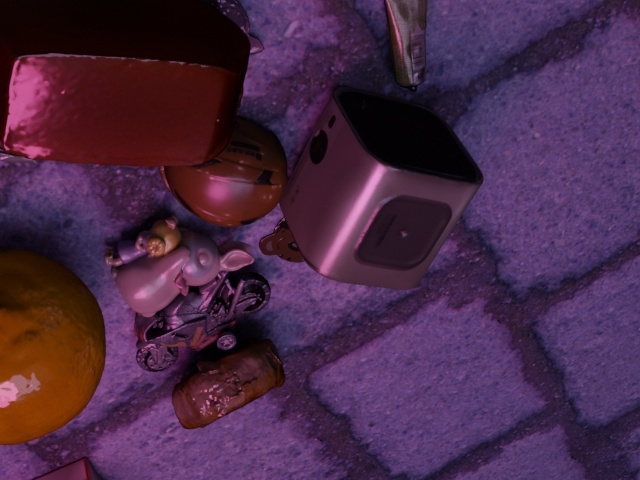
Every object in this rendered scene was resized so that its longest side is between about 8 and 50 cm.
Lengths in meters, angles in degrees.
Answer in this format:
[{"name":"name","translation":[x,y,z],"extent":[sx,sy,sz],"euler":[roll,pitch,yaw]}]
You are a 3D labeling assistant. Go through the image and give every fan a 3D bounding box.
[{"name":"fan","translation":[0.000,0.000,2.015],"extent":[0.227,0.008,0.152],"euler":[22,118,-35]}]

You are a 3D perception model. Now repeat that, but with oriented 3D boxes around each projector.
[{"name":"projector","translation":[0.100,-0.089,1.808],"extent":[0.248,0.248,0.249],"euler":[9,126,-30]}]

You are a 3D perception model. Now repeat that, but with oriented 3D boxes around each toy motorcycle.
[{"name":"toy motorcycle","translation":[-0.244,0.137,1.969],"extent":[0.307,0.108,0.173],"euler":[-35,129,6]}]

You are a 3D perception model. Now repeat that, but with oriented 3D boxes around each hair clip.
[{"name":"hair clip","translation":[-0.171,-0.316,1.634],"extent":[0.146,0.056,0.187],"euler":[-23,126,-1]}]

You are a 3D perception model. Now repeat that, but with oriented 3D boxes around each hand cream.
[{"name":"hand cream","translation":[0.147,-0.359,1.733],"extent":[0.086,0.055,0.235],"euler":[-17,127,-12]}]

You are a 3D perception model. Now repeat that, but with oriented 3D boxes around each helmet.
[{"name":"helmet","translation":[-0.156,-0.103,1.772],"extent":[0.224,0.130,0.198],"euler":[6,124,-26]}]

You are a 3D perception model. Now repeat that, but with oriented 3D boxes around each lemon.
[{"name":"lemon","translation":[-0.522,0.183,1.738],"extent":[0.348,0.348,0.348],"euler":[-12,133,-13]}]

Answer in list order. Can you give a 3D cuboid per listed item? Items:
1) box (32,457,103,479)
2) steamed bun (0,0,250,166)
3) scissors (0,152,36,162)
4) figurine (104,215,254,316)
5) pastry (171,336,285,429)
[{"name":"box","translation":[-0.557,0.707,2.210],"extent":[0.312,0.300,0.314],"euler":[-23,134,-3]},{"name":"steamed bun","translation":[-0.303,-0.252,1.490],"extent":[0.379,0.248,0.235],"euler":[-1,133,-23]},{"name":"scissors","translation":[-0.579,-0.143,1.634],"extent":[0.248,0.017,0.144],"euler":[-8,133,-18]},{"name":"figurine","translation":[-0.251,0.028,1.855],"extent":[0.235,0.127,0.155],"euler":[-27,103,2]},{"name":"pastry","translation":[-0.189,0.283,2.066],"extent":[0.236,0.121,0.257],"euler":[-26,174,-13]}]
